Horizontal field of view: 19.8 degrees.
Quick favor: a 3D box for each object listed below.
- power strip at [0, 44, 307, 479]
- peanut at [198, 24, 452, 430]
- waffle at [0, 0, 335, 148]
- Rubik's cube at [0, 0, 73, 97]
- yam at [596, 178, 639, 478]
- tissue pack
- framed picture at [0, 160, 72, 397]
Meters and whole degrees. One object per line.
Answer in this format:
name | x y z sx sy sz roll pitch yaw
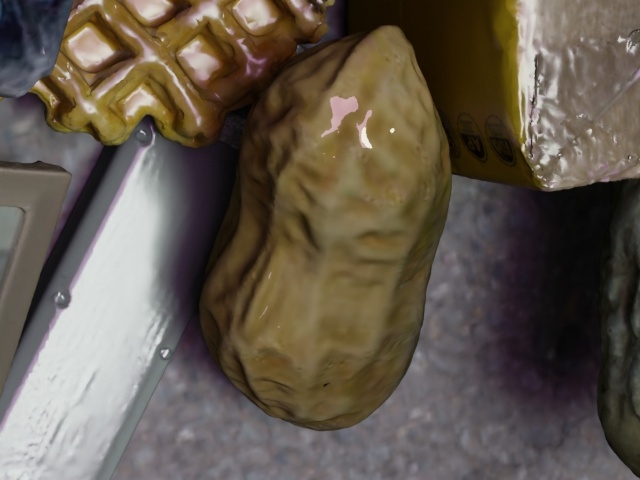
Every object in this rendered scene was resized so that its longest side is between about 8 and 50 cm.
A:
power strip | -0.069 0.000 0.727 0.060 0.027 0.253 29 84 -22
peanut | 0.000 0.000 0.691 0.093 0.083 0.194 -17 141 -21
waffle | -0.086 -0.119 0.682 0.192 0.046 0.161 12 88 -12
Rubik's cube | -0.201 -0.199 0.483 0.260 0.255 0.259 12 94 -59
yam | 0.172 -0.058 0.738 0.133 0.133 0.330 15 78 -23
tissue pack | 0.071 -0.085 0.702 0.082 0.169 0.120 -6 98 -19
framed picture | -0.225 0.064 0.579 0.289 0.016 0.213 3 114 -46
